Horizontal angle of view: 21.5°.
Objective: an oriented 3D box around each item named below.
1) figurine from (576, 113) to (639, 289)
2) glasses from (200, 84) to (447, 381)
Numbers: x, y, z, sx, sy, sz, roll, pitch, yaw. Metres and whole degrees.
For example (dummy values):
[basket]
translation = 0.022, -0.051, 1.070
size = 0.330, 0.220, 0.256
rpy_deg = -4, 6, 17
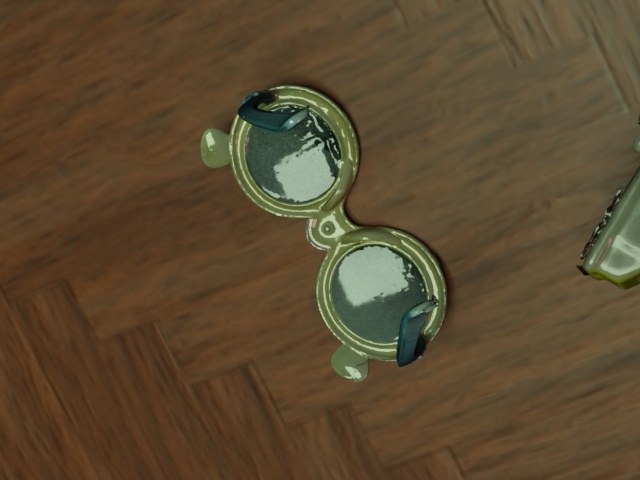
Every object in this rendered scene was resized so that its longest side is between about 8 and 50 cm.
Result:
[figurine]
translation = 0.292, 0.008, 0.877
size = 0.308, 0.143, 0.308
rpy_deg = 26, 157, 12
[glasses]
translation = 0.026, -0.016, 0.956
size = 0.088, 0.220, 0.189
rpy_deg = -32, 92, -13
